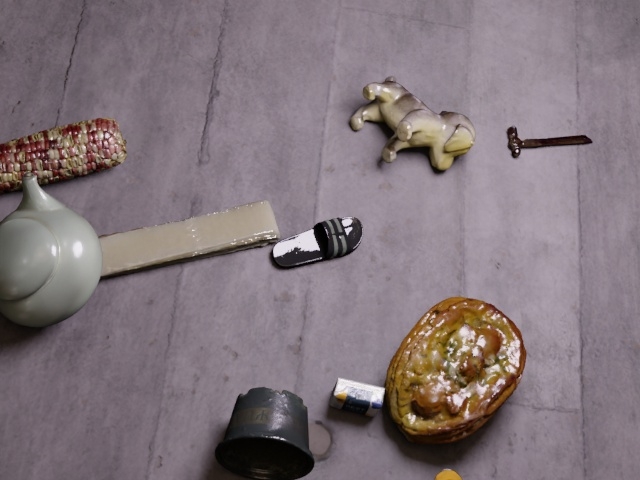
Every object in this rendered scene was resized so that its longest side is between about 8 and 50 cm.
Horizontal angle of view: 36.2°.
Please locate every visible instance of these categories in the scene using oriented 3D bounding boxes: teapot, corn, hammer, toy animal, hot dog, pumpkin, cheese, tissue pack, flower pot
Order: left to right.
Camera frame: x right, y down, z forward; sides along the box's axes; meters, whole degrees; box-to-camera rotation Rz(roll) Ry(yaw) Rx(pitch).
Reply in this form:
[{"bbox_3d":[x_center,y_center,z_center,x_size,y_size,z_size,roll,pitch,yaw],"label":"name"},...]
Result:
[{"bbox_3d":[-0.514,0.059,1.608,0.318,0.149,0.220,-36,67,8],"label":"teapot"},{"bbox_3d":[-0.486,-0.144,1.731,0.290,0.098,0.098,-17,69,-11],"label":"corn"},{"bbox_3d":[-0.270,0.007,1.727,0.400,0.034,0.085,-14,71,-13],"label":"cheese"},{"bbox_3d":[-0.085,0.304,1.561,0.157,0.157,0.107,8,52,-5],"label":"flower pot"},{"bbox_3d":[0.061,0.263,1.641,0.083,0.062,0.042,15,63,-2],"label":"tissue pack"},{"bbox_3d":[0.172,-0.219,1.852,0.233,0.121,0.169,40,50,21],"label":"toy animal"},{"bbox_3d":[0.203,0.418,1.610,0.050,0.028,0.083,23,73,4],"label":"pumpkin"},{"bbox_3d":[0.225,0.218,1.655,0.196,0.122,0.272,42,65,11],"label":"hot dog"},{"bbox_3d":[0.454,-0.200,1.932,0.178,0.021,0.065,-5,66,-11],"label":"hammer"}]

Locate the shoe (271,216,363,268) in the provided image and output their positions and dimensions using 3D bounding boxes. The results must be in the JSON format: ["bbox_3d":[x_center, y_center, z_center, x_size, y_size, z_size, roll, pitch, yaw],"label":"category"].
[{"bbox_3d":[0.000,0.000,1.759,0.179,0.049,0.071,-18,70,-16],"label":"shoe"}]
